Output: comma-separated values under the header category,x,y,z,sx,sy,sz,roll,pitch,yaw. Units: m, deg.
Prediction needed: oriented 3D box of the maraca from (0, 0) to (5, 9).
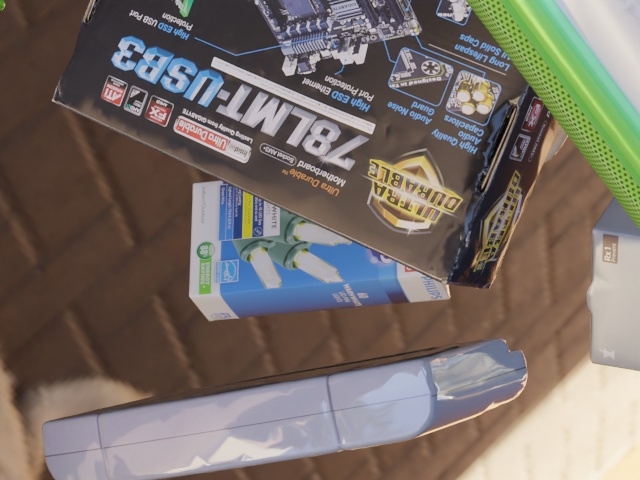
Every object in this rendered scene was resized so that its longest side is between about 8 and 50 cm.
category,x,y,z,sx,sy,sz,roll,pitch,yaw
maraca,-0.401,-0.249,1.827,0.185,0.127,0.099,0,124,-42

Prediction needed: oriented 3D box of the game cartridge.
category,x,y,z,sx,sy,sz,roll,pitch,yaw
game cartridge,-0.029,0.118,1.263,0.297,0.062,0.198,-12,-178,27

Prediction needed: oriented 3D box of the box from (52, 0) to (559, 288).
category,x,y,z,sx,sy,sz,roll,pitch,yaw
box,0.019,-0.161,1.076,0.073,0.295,0.293,7,106,-61

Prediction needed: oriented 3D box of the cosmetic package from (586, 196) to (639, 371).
category,x,y,z,sx,sy,sz,roll,pitch,yaw
cosmetic package,0.296,-0.002,1.497,0.238,0.107,0.127,-53,145,-52

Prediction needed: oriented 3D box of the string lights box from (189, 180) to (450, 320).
category,x,y,z,sx,sy,sz,roll,pitch,yaw
string lights box,0.000,0.000,1.919,0.259,0.133,0.077,-6,156,13

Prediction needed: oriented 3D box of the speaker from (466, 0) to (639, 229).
category,x,y,z,sx,sy,sz,roll,pitch,yaw
speaker,0.131,-0.064,0.602,0.131,0.296,0.131,-37,-171,7

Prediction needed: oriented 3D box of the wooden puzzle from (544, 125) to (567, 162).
category,x,y,z,sx,sy,sz,roll,pitch,yaw
wooden puzzle,0.115,-0.259,1.500,0.080,0.322,0.348,-56,174,-42
